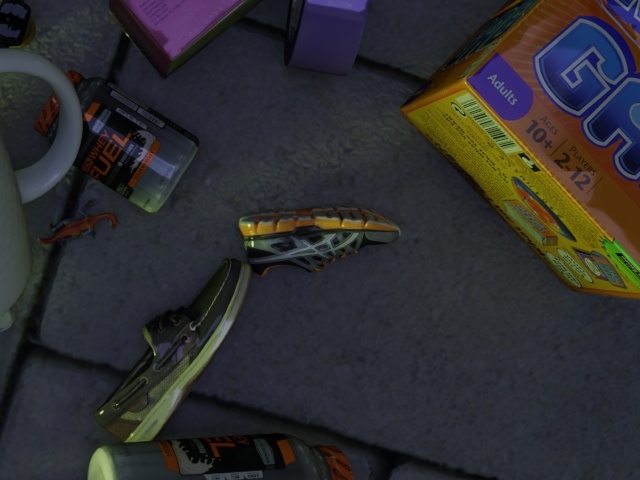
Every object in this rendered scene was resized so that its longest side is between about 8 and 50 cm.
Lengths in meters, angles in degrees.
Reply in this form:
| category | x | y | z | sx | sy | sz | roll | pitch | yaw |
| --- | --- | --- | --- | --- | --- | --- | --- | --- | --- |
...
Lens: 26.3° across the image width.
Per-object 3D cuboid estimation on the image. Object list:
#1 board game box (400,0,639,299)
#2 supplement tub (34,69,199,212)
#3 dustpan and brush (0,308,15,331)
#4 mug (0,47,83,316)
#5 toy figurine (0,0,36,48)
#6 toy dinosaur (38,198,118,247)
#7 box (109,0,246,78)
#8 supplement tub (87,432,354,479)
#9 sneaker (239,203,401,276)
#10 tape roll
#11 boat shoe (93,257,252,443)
| category | x | y | z | sx | sy | sz | roll | pitch | yaw |
| --- | --- | --- | --- | --- | --- | --- | --- | --- | --- |
| board game box | 0.376 | -0.175 | 1.719 | 0.356 | 0.356 | 0.356 | -45 | 96 | -6 |
| supplement tub | -0.260 | -0.129 | 1.745 | 0.190 | 0.117 | 0.117 | 32 | 86 | -8 |
| dustpan and brush | -0.509 | 0.073 | 1.718 | 0.211 | 0.060 | 0.147 | -15 | 80 | -41 |
| mug | -0.451 | -0.095 | 1.575 | 0.374 | 0.276 | 0.328 | -22 | 136 | -20 |
| toy figurine | -0.475 | -0.299 | 1.702 | 0.213 | 0.148 | 0.209 | -32 | 101 | -9 |
| toy dinosaur | -0.305 | -0.014 | 1.767 | 0.082 | 0.090 | 0.047 | -16 | 111 | 23 |
| box | -0.145 | -0.320 | 1.696 | 0.213 | 0.243 | 0.117 | -40 | 96 | -5 |
| supplement tub | -0.125 | 0.343 | 1.720 | 0.316 | 0.193 | 0.193 | 0 | 91 | -21 |
| sneaker | 0.000 | 0.000 | 1.812 | 0.215 | 0.084 | 0.083 | -3 | 105 | -5 |
| tape roll | 0.010 | -0.308 | 1.747 | 0.080 | 0.189 | 0.188 | 9 | 90 | -9 |
| boat shoe | -0.191 | 0.138 | 1.769 | 0.092 | 0.103 | 0.285 | 33 | 92 | -13 |
